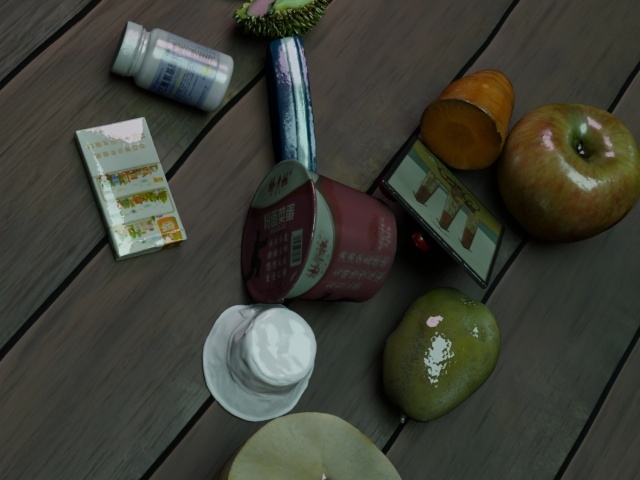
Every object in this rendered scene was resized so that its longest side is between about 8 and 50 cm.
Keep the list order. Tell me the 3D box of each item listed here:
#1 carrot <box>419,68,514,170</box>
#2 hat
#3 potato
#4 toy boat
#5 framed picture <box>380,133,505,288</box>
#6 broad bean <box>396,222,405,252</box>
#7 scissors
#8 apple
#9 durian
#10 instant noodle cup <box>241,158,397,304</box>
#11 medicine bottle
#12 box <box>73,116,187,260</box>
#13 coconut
[{"bbox_3d":[0.297,-0.243,2.108,0.159,0.159,0.225,45,46,-4],"label":"carrot"},{"bbox_3d":[-0.079,0.179,1.800,0.203,0.126,0.203,6,73,-22],"label":"hat"},{"bbox_3d":[0.194,0.196,1.900,0.174,0.159,0.251,30,69,15],"label":"potato"},{"bbox_3d":[-0.050,-0.204,1.969,0.062,0.096,0.299,-3,75,-15],"label":"toy boat"},{"bbox_3d":[0.218,-0.057,1.970,0.244,0.013,0.324,45,22,-3],"label":"framed picture"},{"bbox_3d":[0.113,-0.003,1.998,0.083,0.045,0.063,-33,89,-37],"label":"broad bean"},{"bbox_3d":[0.162,-0.054,1.961,0.144,0.017,0.248,57,16,3],"label":"scissors"},{"bbox_3d":[0.447,-0.117,2.086,0.264,0.264,0.264,8,69,-21],"label":"apple"},{"bbox_3d":[-0.063,-0.399,2.017,0.221,0.137,0.095,-37,110,-46],"label":"durian"},{"bbox_3d":[0.000,0.000,1.854,0.179,0.235,0.234,12,67,-31],"label":"instant noodle cup"},{"bbox_3d":[-0.247,-0.289,1.903,0.187,0.103,0.102,20,65,-18],"label":"medicine bottle"},{"bbox_3d":[-0.305,-0.085,1.846,0.122,0.032,0.220,-15,78,-28],"label":"box"},{"bbox_3d":[-0.023,0.407,1.644,0.323,0.323,0.322,8,69,-21],"label":"coconut"}]
